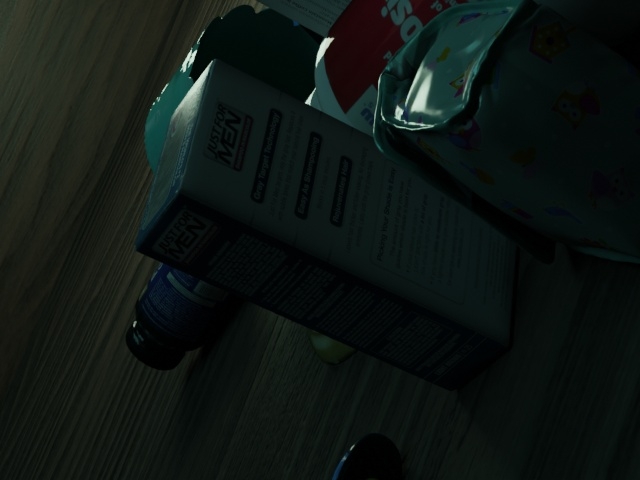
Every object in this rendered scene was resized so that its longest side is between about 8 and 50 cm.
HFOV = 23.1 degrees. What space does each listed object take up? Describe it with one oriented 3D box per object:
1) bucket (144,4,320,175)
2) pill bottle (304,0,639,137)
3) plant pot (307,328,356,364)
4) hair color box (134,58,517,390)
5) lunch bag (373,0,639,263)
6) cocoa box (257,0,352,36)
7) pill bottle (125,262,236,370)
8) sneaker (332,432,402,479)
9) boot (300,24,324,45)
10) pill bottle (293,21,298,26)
[{"bbox_3d":[-0.093,-0.156,2.121,0.183,0.281,0.281,-38,31,51],"label":"bucket"},{"bbox_3d":[0.139,-0.193,1.567,0.408,0.229,0.229,-47,24,44],"label":"pill bottle"},{"bbox_3d":[0.043,0.033,1.858,0.236,0.032,0.236,-54,19,29],"label":"plant pot"},{"bbox_3d":[0.014,-0.011,1.475,0.105,0.347,0.174,-46,25,45],"label":"hair color box"},{"bbox_3d":[0.174,-0.090,1.336,0.160,0.223,0.262,-60,16,-7],"label":"lunch bag"},{"bbox_3d":[0.087,-0.358,1.743,0.231,0.347,0.228,-46,24,45],"label":"cocoa box"},{"bbox_3d":[-0.200,0.086,2.324,0.219,0.123,0.123,-54,20,28],"label":"pill bottle"},{"bbox_3d":[0.022,0.286,1.511,0.082,0.069,0.209,-43,27,57],"label":"sneaker"},{"bbox_3d":[-0.001,-0.331,2.019,0.138,0.284,0.377,-42,-7,-1],"label":"boot"},{"bbox_3d":[0.000,-0.306,2.285,0.221,0.124,0.124,-46,25,44],"label":"pill bottle"}]
